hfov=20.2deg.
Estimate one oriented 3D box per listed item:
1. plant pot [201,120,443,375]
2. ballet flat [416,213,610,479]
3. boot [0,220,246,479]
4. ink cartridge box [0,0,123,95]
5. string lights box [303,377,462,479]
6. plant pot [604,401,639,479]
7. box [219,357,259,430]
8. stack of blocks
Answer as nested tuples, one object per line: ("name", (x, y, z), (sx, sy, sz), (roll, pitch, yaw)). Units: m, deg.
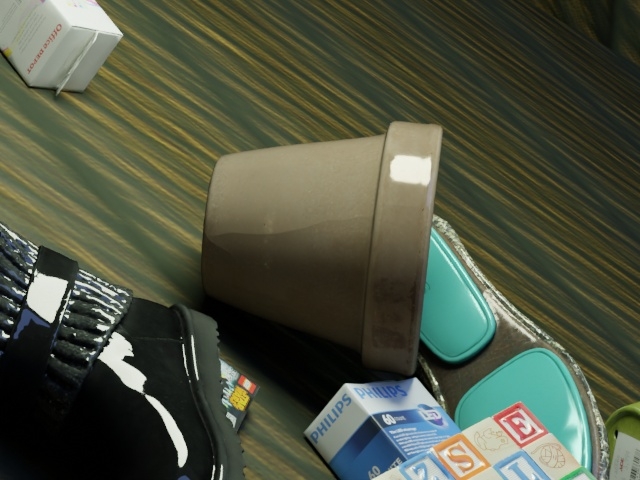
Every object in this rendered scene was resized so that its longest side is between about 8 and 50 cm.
("plant pot", (0.000, 0.000, 1.837), (0.229, 0.263, 0.263), (5, 25, 3))
("ballet flat", (0.197, 0.159, 1.956), (0.182, 0.164, 0.483), (48, 7, -48))
("boot", (-0.210, 0.129, 1.432), (0.260, 0.131, 0.348), (27, 23, -24))
("ink cartridge box", (-0.302, -0.237, 2.025), (0.143, 0.092, 0.090), (50, 26, 25))
("string lights box", (0.116, 0.251, 1.734), (0.133, 0.077, 0.259), (2, 42, -54))
("plant pot", (0.466, 0.267, 2.015), (0.293, 0.275, 0.275), (9, 33, -22))
("box", (-0.114, 0.146, 1.665), (0.094, 0.027, 0.137), (37, 23, -4))
("stack of blocks", (0.120, 0.274, 1.560), (0.297, 0.087, 0.171), (-22, 60, -40))
